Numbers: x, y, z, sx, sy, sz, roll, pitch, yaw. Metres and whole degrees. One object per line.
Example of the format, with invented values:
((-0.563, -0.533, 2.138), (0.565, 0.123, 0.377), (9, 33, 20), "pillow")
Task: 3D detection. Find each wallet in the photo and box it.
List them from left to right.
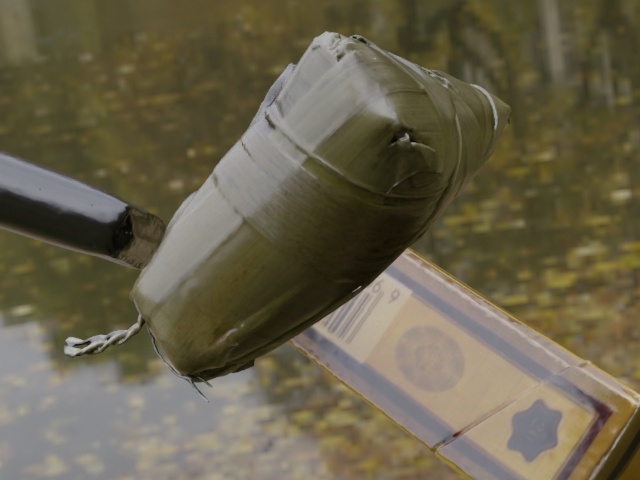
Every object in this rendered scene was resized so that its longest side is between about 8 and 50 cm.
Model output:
((-0.211, -0.038, 1.076), (0.250, 0.044, 0.149), (18, -4, 8), "wallet")

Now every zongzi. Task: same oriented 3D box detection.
((0.000, 0.000, 0.833), (0.189, 0.081, 0.178), (-49, -18, 16), "zongzi")

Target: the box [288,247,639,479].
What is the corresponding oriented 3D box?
((0.100, 0.087, 1.014), (0.193, 0.084, 0.301), (34, 0, -42), "box")
